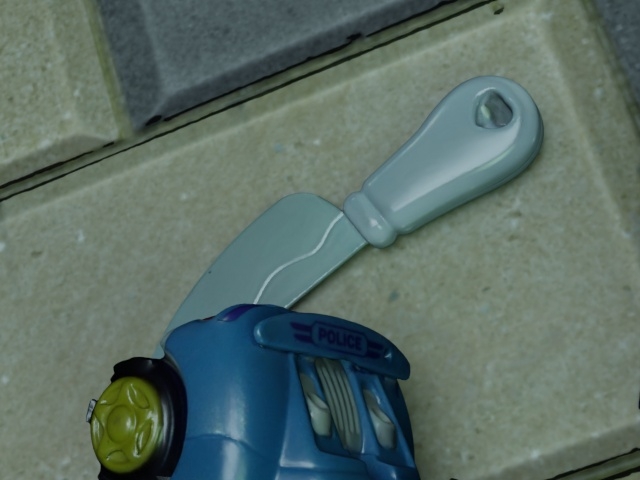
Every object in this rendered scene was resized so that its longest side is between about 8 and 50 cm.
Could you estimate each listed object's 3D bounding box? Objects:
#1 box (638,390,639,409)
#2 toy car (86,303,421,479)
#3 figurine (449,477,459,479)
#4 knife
[{"bbox_3d":[0.295,0.034,0.766,0.206,0.291,0.262,4,115,3],"label":"box"},{"bbox_3d":[-0.011,0.189,0.779,0.166,0.198,0.314,-18,65,35],"label":"toy car"},{"bbox_3d":[0.128,0.230,0.708,0.167,0.257,0.192,2,67,24],"label":"figurine"},{"bbox_3d":[-0.001,-0.002,0.945,0.331,0.044,0.080,-35,67,7],"label":"knife"}]
